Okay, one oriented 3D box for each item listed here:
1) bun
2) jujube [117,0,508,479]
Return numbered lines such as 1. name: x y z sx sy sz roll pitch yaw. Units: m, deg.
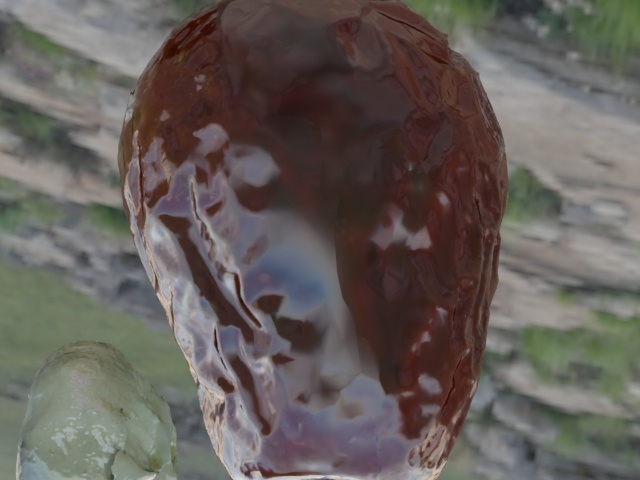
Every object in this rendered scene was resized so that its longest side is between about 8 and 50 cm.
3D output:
1. bun: -0.202 0.211 1.530 0.141 0.239 0.239 -4 162 3
2. jujube: 0.000 0.000 0.782 0.190 0.255 0.190 -3 159 -1
